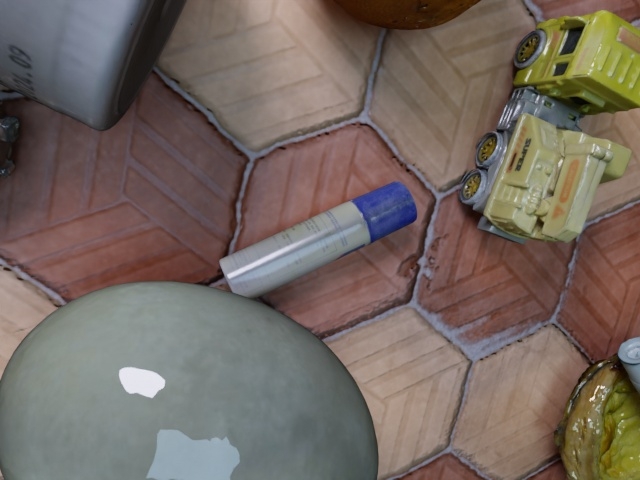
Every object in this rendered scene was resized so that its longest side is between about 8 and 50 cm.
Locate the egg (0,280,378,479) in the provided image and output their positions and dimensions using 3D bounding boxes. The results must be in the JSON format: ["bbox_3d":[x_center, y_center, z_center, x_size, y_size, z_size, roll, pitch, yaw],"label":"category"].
[{"bbox_3d":[-0.108,0.176,0.434,0.352,0.258,0.258,30,92,-23],"label":"egg"}]

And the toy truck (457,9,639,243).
[{"bbox_3d":[0.287,-0.124,0.542,0.124,0.157,0.272,19,96,-19],"label":"toy truck"}]

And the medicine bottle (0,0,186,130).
[{"bbox_3d":[-0.215,-0.233,0.324,0.232,0.238,0.237,27,93,-21],"label":"medicine bottle"}]

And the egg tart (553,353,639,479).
[{"bbox_3d":[0.486,0.293,0.730,0.279,0.095,0.278,-2,97,-14],"label":"egg tart"}]

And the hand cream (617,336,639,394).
[{"bbox_3d":[0.534,0.273,0.669,0.331,0.058,0.085,51,55,-15],"label":"hand cream"}]

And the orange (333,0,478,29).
[{"bbox_3d":[0.086,-0.316,0.405,0.240,0.240,0.239,-4,103,-16],"label":"orange"}]

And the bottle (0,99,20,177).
[{"bbox_3d":[-0.342,-0.092,0.392,0.152,0.099,0.098,7,100,-17],"label":"bottle"}]

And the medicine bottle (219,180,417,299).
[{"bbox_3d":[0.000,0.000,0.534,0.231,0.059,0.059,-24,108,-10],"label":"medicine bottle"}]
